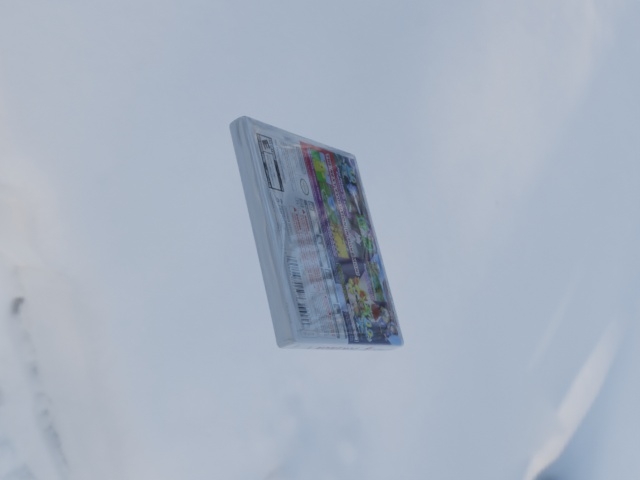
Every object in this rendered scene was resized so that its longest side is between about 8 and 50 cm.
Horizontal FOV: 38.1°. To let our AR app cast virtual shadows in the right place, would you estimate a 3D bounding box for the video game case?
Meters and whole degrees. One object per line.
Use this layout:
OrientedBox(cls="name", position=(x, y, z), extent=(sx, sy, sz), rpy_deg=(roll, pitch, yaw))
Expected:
OrientedBox(cls="video game case", position=(0.000, 0.000, 0.830), extent=(0.183, 0.023, 0.201), rpy_deg=(11, 60, -56))
